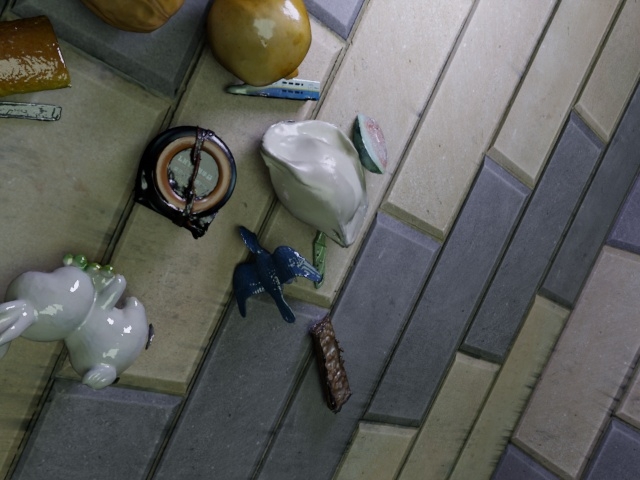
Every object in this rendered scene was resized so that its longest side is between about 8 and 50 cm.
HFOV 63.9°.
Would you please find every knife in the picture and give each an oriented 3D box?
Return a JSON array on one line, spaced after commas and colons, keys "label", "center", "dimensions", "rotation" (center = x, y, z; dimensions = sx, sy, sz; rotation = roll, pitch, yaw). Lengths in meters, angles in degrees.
[{"label": "knife", "center": [-0.001, -0.001, 1.426], "dimensions": [0.043, 0.020, 0.293], "rotation": [-12, 114, -33]}]

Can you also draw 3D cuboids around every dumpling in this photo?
[{"label": "dumpling", "center": [0.006, -0.164, 1.293], "dimensions": [0.341, 0.181, 0.260], "rotation": [35, 59, -5]}]

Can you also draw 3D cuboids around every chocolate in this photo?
[{"label": "chocolate", "center": [0.027, 0.379, 1.557], "dimensions": [0.102, 0.065, 0.329], "rotation": [-38, 127, -40]}]

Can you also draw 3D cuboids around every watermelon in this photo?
[{"label": "watermelon", "center": [0.138, -0.251, 1.388], "dimensions": [0.094, 0.081, 0.180], "rotation": [2, 70, -15]}]

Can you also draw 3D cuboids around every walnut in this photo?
[{"label": "walnut", "center": [-0.350, -0.487, 0.913], "dimensions": [0.222, 0.195, 0.195], "rotation": [41, 82, -30]}]

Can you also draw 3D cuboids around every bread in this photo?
[{"label": "bread", "center": [-0.542, -0.313, 0.889], "dimensions": [0.172, 0.103, 0.132], "rotation": [-21, 108, -28]}]

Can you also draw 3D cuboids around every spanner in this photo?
[{"label": "spanner", "center": [-0.636, -0.239, 0.904], "dimensions": [0.325, 0.026, 0.093], "rotation": [-5, 108, -35]}]

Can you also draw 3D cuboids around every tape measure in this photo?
[{"label": "tape measure", "center": [-0.289, -0.139, 1.112], "dimensions": [0.202, 0.135, 0.223], "rotation": [32, 85, -28]}]

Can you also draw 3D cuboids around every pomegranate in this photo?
[{"label": "pomegranate", "center": [-0.125, -0.435, 1.064], "dimensions": [0.233, 0.233, 0.233], "rotation": [-12, 113, -31]}]

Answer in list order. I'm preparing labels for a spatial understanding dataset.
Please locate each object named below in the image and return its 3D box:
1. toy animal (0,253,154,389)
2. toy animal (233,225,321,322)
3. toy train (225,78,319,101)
[{"label": "toy animal", "center": [-0.510, 0.167, 1.025], "dimensions": [0.310, 0.183, 0.247], "rotation": [44, 47, -39]}, {"label": "toy animal", "center": [-0.133, 0.087, 1.291], "dimensions": [0.239, 0.255, 0.176], "rotation": [-30, 160, 22]}, {"label": "toy train", "center": [-0.112, -0.359, 1.203], "dimensions": [0.234, 0.052, 0.051], "rotation": [-5, 106, -33]}]
